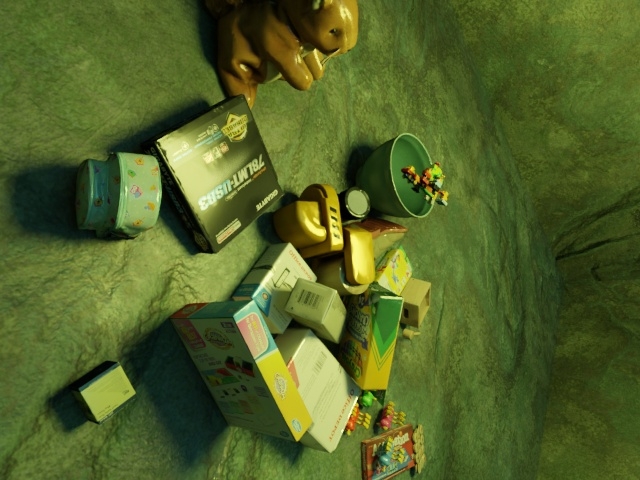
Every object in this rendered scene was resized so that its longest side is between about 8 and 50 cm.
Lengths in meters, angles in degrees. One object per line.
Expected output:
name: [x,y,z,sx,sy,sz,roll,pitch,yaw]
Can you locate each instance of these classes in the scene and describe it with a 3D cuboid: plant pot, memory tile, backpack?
plant pot: [0.251,-0.212,1.565,0.293,0.196,0.292,10,76,-47]
memory tile: [0.368,0.774,1.636,0.113,0.012,0.147,-1,86,-62]
backpack: [-0.390,-0.089,0.854,0.145,0.189,0.165,7,79,-47]

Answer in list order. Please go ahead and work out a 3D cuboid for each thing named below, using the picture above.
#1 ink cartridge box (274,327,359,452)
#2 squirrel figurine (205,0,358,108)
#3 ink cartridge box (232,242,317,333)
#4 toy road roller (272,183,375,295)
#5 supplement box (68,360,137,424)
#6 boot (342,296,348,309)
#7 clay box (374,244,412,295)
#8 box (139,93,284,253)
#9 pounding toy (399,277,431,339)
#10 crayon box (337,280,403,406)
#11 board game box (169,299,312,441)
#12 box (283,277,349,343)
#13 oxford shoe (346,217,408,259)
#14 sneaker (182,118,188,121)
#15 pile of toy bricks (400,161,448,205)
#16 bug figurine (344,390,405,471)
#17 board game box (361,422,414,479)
ink cartridge box: [-0.039,0.407,1.201,0.283,0.117,0.207,55,48,-26]
squirrel figurine: [-0.095,-0.587,1.124,0.281,0.371,0.396,-42,114,-42]
ink cartridge box: [-0.118,0.126,1.188,0.148,0.086,0.203,54,49,-27]
toy road roller: [0.000,0.000,1.266,0.241,0.203,0.329,0,80,-34]
supplement box: [-0.420,0.293,0.852,0.083,0.056,0.083,-36,109,-45]
boot: [0.098,0.236,1.436,0.085,0.059,0.157,24,69,-24]
clay box: [0.263,0.130,1.626,0.222,0.053,0.127,-49,119,-41]
box: [-0.243,-0.166,1.083,0.295,0.073,0.293,-46,125,-40]
pounding toy: [0.332,0.277,1.646,0.206,0.094,0.181,-50,143,-40]
crayon box: [0.137,0.294,1.302,0.083,0.203,0.322,6,96,-20]
board game box: [-0.179,0.286,0.979,0.064,0.242,0.316,-38,112,-45]
box: [-0.001,0.196,1.186,0.275,0.113,0.094,66,45,-66]
oxford shoe: [0.191,-0.002,1.552,0.348,0.123,0.130,-8,116,-49]
sneaker: [-0.305,-0.293,1.090,0.109,0.044,0.040,-50,121,-38]
pile of toy bricks: [0.367,-0.204,1.445,0.212,0.118,0.105,33,80,-41]
bug figurine: [0.174,0.589,1.426,0.279,0.072,0.216,50,42,-17]
board game box: [0.237,0.735,1.513,0.281,0.027,0.144,7,77,-46]
